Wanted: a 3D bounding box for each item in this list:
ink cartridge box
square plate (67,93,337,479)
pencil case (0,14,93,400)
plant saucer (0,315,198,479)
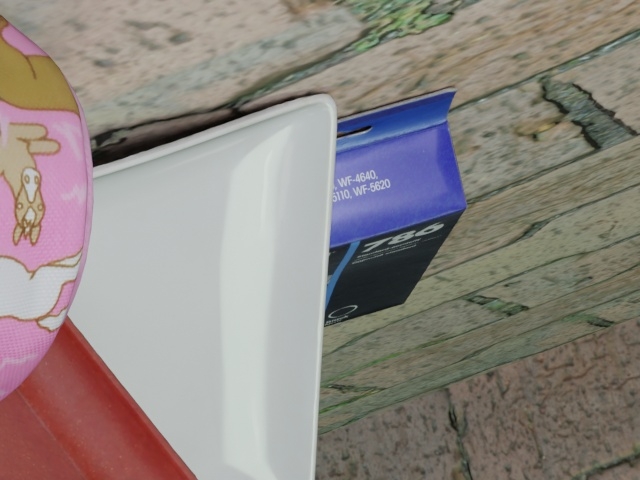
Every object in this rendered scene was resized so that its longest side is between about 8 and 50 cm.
[{"bbox_3d":[0.000,0.000,1.220,0.165,0.065,0.332,-16,165,-10],"label":"ink cartridge box"},{"bbox_3d":[-0.152,0.092,1.043,0.344,0.049,0.347,-18,131,-26],"label":"square plate"},{"bbox_3d":[-0.246,-0.016,0.534,0.160,0.167,0.386,-49,155,24],"label":"pencil case"},{"bbox_3d":[-0.198,0.058,0.734,0.258,0.259,0.047,-1,133,-56],"label":"plant saucer"}]
